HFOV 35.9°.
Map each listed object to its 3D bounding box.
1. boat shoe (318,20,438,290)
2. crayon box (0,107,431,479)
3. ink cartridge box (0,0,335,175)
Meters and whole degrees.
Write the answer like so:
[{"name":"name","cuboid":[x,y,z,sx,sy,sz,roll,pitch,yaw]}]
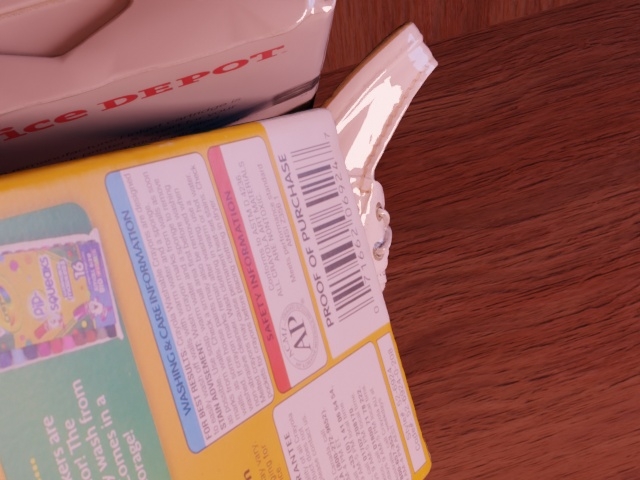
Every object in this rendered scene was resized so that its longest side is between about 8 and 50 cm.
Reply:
[{"name":"boat shoe","cuboid":[0.000,0.000,0.601,0.096,0.277,0.098,34,2,-1]},{"name":"crayon box","cuboid":[-0.077,0.068,0.400,0.323,0.083,0.203,-24,99,-59]},{"name":"ink cartridge box","cuboid":[-0.123,-0.105,0.539,0.307,0.223,0.129,128,-56,-85]}]
